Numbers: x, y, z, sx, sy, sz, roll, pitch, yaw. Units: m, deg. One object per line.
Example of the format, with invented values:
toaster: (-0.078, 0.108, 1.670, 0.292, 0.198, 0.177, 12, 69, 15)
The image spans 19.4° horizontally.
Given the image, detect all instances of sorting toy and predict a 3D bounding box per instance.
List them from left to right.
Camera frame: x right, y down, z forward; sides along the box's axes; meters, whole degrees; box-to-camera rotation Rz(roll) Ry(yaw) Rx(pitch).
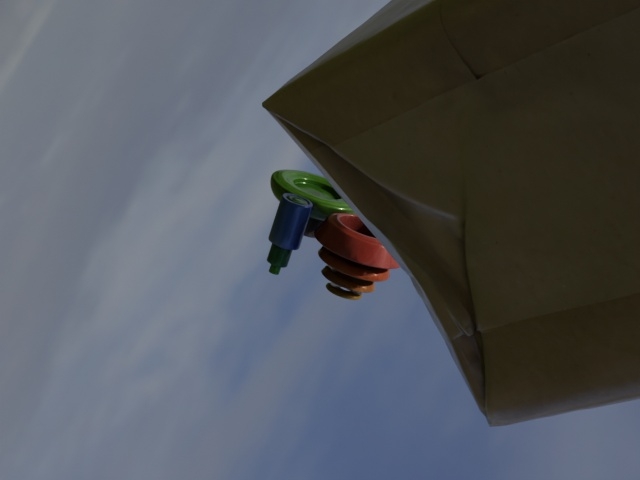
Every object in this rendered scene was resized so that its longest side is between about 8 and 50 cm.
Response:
sorting toy: (0.000, 0.000, 0.978, 0.102, 0.061, 0.042, 43, -61, 52)

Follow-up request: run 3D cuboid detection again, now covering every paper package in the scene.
paper package: (0.195, -0.104, 0.695, 0.325, 0.168, 0.309, -42, -169, -33)
